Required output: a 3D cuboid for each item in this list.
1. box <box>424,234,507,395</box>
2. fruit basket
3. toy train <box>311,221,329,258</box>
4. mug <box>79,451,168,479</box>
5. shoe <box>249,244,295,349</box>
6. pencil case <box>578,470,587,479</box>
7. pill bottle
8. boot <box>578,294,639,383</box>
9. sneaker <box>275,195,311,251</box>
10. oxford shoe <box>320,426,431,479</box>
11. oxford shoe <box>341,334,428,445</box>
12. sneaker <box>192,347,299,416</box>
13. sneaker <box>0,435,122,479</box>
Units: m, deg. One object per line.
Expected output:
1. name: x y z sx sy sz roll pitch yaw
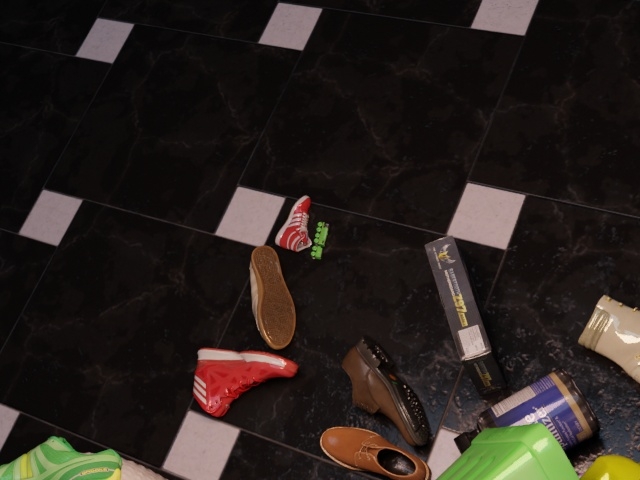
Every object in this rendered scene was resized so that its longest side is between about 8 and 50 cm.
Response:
1. box: 0.256 0.132 1.704 0.059 0.183 0.233 -19 58 9
2. fruit basket: 0.353 0.376 1.370 0.392 0.392 0.283 -29 81 3
3. toy train: 0.000 0.000 1.967 0.023 0.017 0.083 8 66 13
4. mug: -0.428 0.519 1.662 0.374 0.328 0.276 -22 58 8
5. shoe: -0.097 0.117 1.923 0.076 0.058 0.219 -2 62 -16
6. pencil case: 0.464 0.451 1.521 0.206 0.086 0.088 38 115 34
7. pill bottle: 0.338 0.315 1.614 0.219 0.123 0.123 -31 57 3
8. boot: 0.559 0.131 1.660 0.165 0.077 0.213 34 82 33
9. sneaker: -0.037 -0.031 1.981 0.067 0.042 0.118 25 82 33
10. oxford shoe: 0.089 0.369 1.705 0.212 0.076 0.076 13 70 27
11. oxford shoe: 0.114 0.285 1.749 0.096 0.083 0.227 -45 55 15
12. sneaker: -0.146 0.277 1.847 0.221 0.087 0.128 0 71 33
13. sneaker: -0.428 0.370 1.500 0.295 0.109 0.123 -3 40 21
